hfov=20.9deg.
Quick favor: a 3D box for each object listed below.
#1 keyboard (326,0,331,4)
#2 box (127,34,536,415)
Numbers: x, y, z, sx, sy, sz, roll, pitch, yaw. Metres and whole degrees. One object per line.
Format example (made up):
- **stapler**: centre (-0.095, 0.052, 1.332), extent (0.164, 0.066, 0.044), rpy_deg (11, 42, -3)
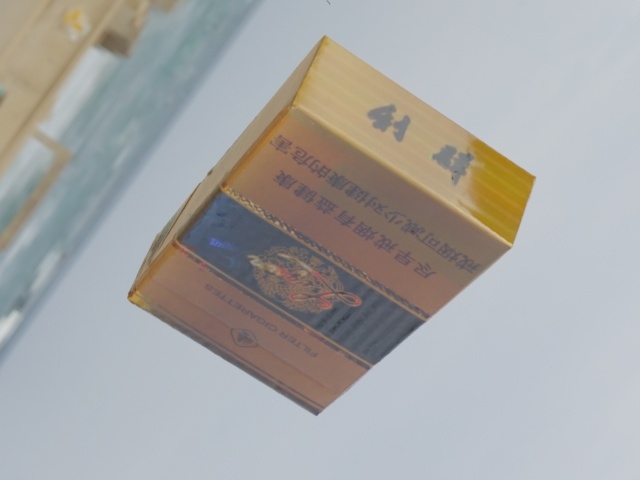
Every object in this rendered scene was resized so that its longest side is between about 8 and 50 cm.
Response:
- **keyboard**: centre (-0.063, -0.302, 1.257), extent (0.041, 0.103, 0.381), rpy_deg (-24, 144, -1)
- **box**: centre (0.000, 0.000, 1.049), extent (0.237, 0.152, 0.070), rpy_deg (-46, -164, 50)
